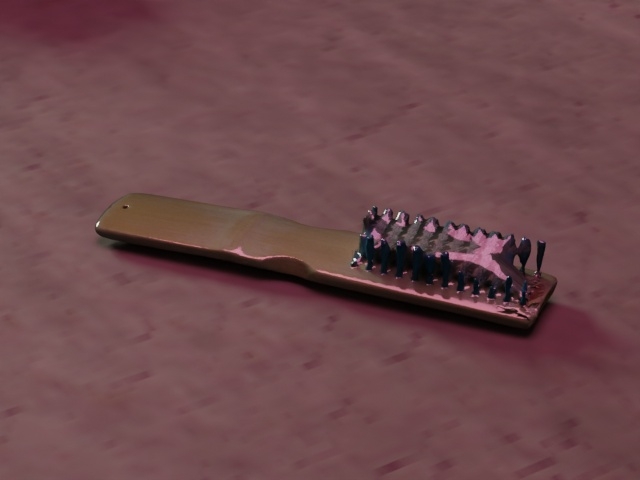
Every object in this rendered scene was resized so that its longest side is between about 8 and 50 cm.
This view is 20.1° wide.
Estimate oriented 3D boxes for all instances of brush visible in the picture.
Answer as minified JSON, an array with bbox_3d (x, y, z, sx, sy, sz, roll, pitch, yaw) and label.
[{"bbox_3d":[0.000,0.000,0.320,0.084,0.013,0.016,10,33,17],"label":"brush"}]
